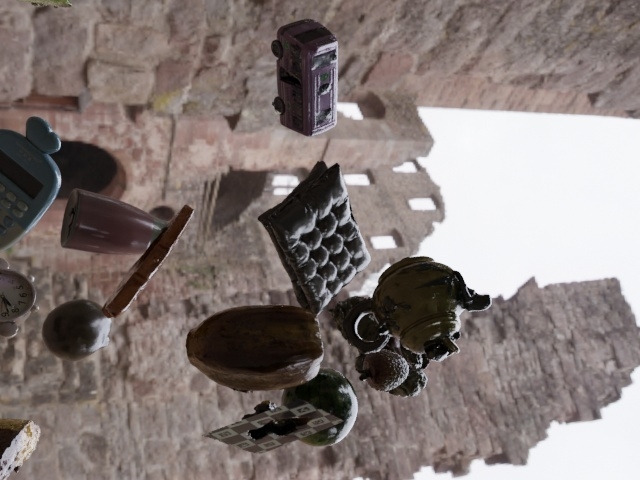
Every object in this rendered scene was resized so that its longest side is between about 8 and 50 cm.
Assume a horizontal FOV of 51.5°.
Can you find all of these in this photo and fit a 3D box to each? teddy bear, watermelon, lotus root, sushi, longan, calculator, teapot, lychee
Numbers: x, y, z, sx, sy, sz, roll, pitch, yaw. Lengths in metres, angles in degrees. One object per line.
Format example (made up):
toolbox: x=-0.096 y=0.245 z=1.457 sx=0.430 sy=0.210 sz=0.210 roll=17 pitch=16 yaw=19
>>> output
teddy bear: x=0.197 y=0.313 z=2.151 sx=0.367 sy=0.357 sz=0.224 roll=44 pitch=-51 yaw=1
watermelon: x=-0.003 y=0.387 z=1.605 sx=0.188 sy=0.188 sz=0.215 roll=174 pitch=-86 yaw=-67
lotus root: x=-0.141 y=0.235 z=1.432 sx=0.193 sy=0.291 sz=0.193 roll=179 pitch=-90 yaw=-88
sushi: x=-0.087 y=0.341 z=1.266 sx=0.210 sy=0.193 sz=0.040 roll=-25 pitch=-127 yaw=18
longan: x=-0.660 y=0.243 z=1.803 sx=0.189 sy=0.189 sz=0.189 roll=178 pitch=-90 yaw=-67
calculator: x=-0.619 y=-0.107 z=1.305 sx=0.303 sy=0.188 sz=0.042 roll=-50 pitch=176 yaw=1
teapot: x=0.175 y=0.139 z=1.203 sx=0.173 sy=0.269 sz=0.183 roll=55 pitch=13 yaw=-59
lychee: x=0.166 y=0.347 z=1.773 sx=0.114 sy=0.146 sz=0.114 roll=175 pitch=-90 yaw=-72

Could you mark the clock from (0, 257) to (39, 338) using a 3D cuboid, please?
clock: x=-0.805 y=0.149 z=1.682 sx=0.063 sy=0.155 sz=0.229 roll=-47 pitch=-125 yaw=44

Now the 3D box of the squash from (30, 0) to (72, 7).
squash: x=-0.491 y=-0.345 z=0.900 sx=0.237 sy=0.204 sz=0.155 roll=21 pitch=-109 yaw=45

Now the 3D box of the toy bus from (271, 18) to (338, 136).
toy bus: x=-0.024 y=-0.301 z=1.241 sx=0.108 sy=0.096 sz=0.199 roll=36 pitch=-39 yaw=36

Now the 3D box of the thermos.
thermos: x=-0.498 y=-0.024 z=1.657 sx=0.176 sy=0.265 sz=0.146 roll=-26 pitch=-123 yaw=50

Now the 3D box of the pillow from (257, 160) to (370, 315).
pillow: x=0.000 y=0.000 z=1.570 sx=0.101 sy=0.228 sz=0.326 roll=21 pitch=-36 yaw=45

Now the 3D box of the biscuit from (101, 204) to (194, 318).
biscuit: x=-0.375 y=0.049 z=1.466 sx=0.306 sy=0.043 sz=0.284 roll=-50 pitch=-166 yaw=8

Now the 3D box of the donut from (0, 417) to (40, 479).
donut: x=-0.748 y=0.494 z=1.515 sx=0.295 sy=0.112 sz=0.151 roll=-87 pitch=-169 yaw=-66
